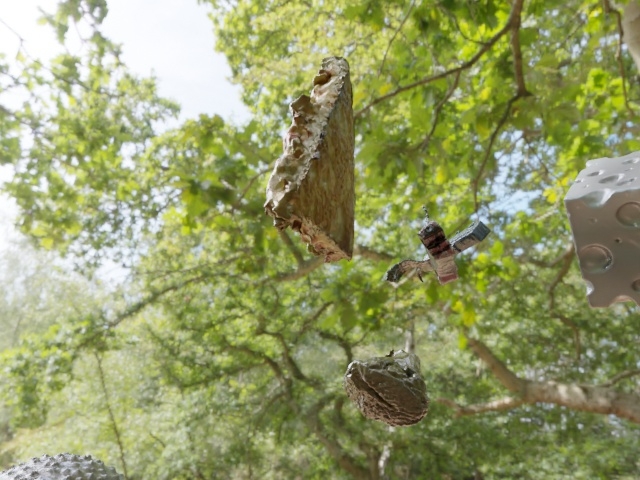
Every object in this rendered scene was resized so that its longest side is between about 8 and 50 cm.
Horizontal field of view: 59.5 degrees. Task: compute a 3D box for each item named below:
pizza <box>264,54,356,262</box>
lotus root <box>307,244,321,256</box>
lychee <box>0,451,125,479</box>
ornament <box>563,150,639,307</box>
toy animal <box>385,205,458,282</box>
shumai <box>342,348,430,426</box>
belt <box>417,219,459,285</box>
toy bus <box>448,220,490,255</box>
[{"bbox_3d":[-0.025,-0.132,1.077,0.130,0.439,0.406,3,16,20],"label":"pizza"},{"bbox_3d":[0.000,0.000,1.455,0.054,0.099,0.049,32,-37,1],"label":"lotus root"},{"bbox_3d":[-0.397,0.455,0.825,0.300,0.300,0.300,8,-22,3],"label":"lychee"},{"bbox_3d":[0.640,-0.032,1.077,0.240,0.240,0.239,-8,-71,40],"label":"ornament"},{"bbox_3d":[0.295,0.070,1.548,0.160,0.272,0.197,20,-36,40],"label":"toy animal"},{"bbox_3d":[0.164,0.319,1.306,0.206,0.175,0.166,31,-44,3],"label":"shumai"},{"bbox_3d":[0.256,0.036,1.183,0.053,0.071,0.232,-27,-31,7],"label":"belt"},{"bbox_3d":[0.403,-0.002,1.553,0.047,0.065,0.166,45,-26,1],"label":"toy bus"}]
